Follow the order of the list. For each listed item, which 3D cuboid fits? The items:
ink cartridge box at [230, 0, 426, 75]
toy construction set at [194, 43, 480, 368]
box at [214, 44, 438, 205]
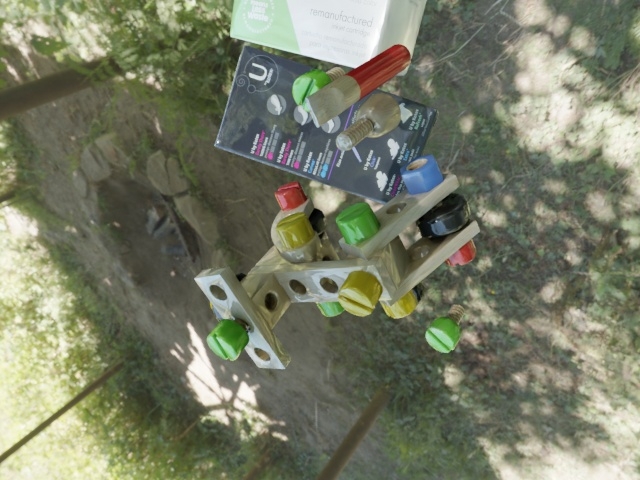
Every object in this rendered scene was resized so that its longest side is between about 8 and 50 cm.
[{"bbox_3d":[0.034,-0.385,0.510,0.207,0.119,0.354,22,114,23],"label":"ink cartridge box"},{"bbox_3d":[0.000,0.000,0.447,0.257,0.237,0.309,22,135,28],"label":"toy construction set"},{"bbox_3d":[0.011,-0.158,0.680,0.270,0.165,0.143,19,100,1],"label":"box"}]
